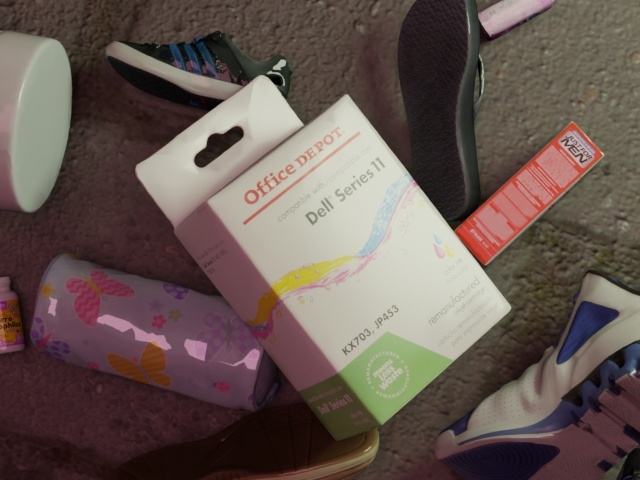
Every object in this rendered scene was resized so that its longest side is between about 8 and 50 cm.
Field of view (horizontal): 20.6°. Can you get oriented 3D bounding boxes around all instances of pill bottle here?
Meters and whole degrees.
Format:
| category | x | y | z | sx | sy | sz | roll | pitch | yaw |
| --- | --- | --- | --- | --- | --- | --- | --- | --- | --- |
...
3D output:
| category | x | y | z | sx | sy | sz | roll | pitch | yaw |
| --- | --- | --- | --- | --- | --- | --- | --- | --- | --- |
| pill bottle | -0.352 | 0.083 | 1.949 | 0.043 | 0.043 | 0.083 | -10 | 87 | 8 |
| pill bottle | -0.481 | -0.151 | 1.883 | 0.392 | 0.224 | 0.224 | 9 | 90 | 8 |

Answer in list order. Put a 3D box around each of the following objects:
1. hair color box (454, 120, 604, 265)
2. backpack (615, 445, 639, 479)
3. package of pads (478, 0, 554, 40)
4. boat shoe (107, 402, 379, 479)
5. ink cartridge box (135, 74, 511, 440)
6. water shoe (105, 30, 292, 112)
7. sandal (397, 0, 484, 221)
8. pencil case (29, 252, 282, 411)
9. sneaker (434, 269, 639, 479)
| category | x | y | z | sx | sy | sz | roll | pitch | yaw |
| --- | --- | --- | --- | --- | --- | --- | --- | --- | --- |
| hair color box | 0.218 | -0.047 | 1.847 | 0.167 | 0.093 | 0.053 | -42 | 84 | 4 |
| backpack | 0.352 | 0.271 | 1.819 | 0.105 | 0.084 | 0.114 | 21 | 132 | 10 |
| package of pads | 0.208 | -0.245 | 1.874 | 0.083 | 0.050 | 0.032 | -28 | 85 | 6 |
| boat shoe | -0.076 | 0.259 | 1.886 | 0.302 | 0.109 | 0.098 | -17 | 126 | 7 |
| ink cartridge box | 0.000 | 0.000 | 1.799 | 0.207 | 0.119 | 0.353 | -40 | 93 | -25 |
| water shoe | -0.131 | -0.190 | 1.921 | 0.203 | 0.073 | 0.080 | 19 | 73 | 2 |
| sandal | 0.134 | -0.148 | 1.879 | 0.097 | 0.054 | 0.254 | 7 | 100 | 41 |
| pencil case | -0.171 | 0.094 | 1.886 | 0.273 | 0.113 | 0.124 | 13 | 46 | 8 |
| sneaker | 0.276 | 0.141 | 1.821 | 0.315 | 0.182 | 0.127 | -31 | 121 | 34 |
